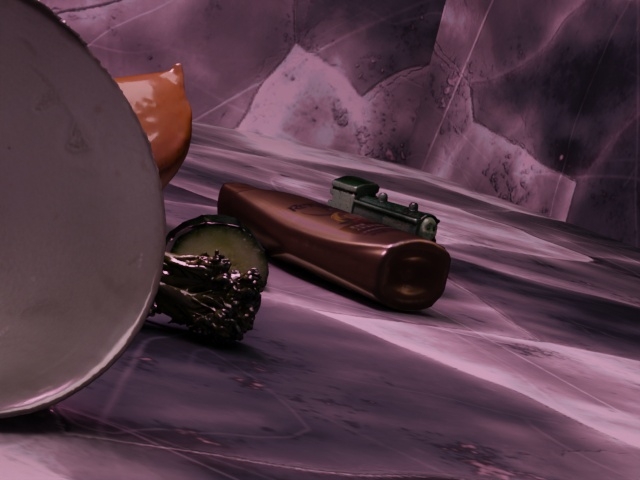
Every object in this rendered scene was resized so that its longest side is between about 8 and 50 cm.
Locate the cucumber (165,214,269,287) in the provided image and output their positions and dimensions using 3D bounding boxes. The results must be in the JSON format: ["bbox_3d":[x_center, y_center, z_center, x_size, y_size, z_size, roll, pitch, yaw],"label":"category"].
[{"bbox_3d":[-0.109,0.005,2.111,0.116,0.062,0.115,15,3,-5],"label":"cucumber"}]

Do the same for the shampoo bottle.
[{"bbox_3d":[0.000,0.000,2.286,0.125,0.084,0.350,6,9,-38],"label":"shampoo bottle"}]

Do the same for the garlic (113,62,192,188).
[{"bbox_3d":[-0.314,-0.131,2.281,0.338,0.196,0.151,8,-7,-28],"label":"garlic"}]

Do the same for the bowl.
[{"bbox_3d":[-0.270,-0.017,1.295,0.313,0.313,0.146,10,-23,-35],"label":"bowl"}]

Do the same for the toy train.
[{"bbox_3d":[0.077,-0.008,2.405,0.170,0.111,0.071,19,12,38],"label":"toy train"}]

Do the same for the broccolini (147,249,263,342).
[{"bbox_3d":[-0.245,0.030,1.691,0.392,0.079,0.074,7,17,-1],"label":"broccolini"}]
